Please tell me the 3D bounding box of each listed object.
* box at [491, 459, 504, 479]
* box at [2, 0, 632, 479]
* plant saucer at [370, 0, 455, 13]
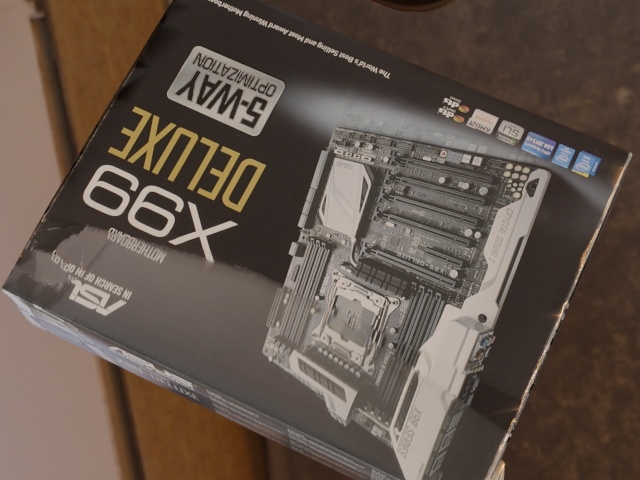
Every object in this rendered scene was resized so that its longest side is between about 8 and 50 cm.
[{"bbox_3d":[0.151,0.299,1.426,0.113,0.094,0.275,20,166,12],"label":"box"},{"bbox_3d":[0.000,0.000,0.754,0.307,0.242,0.076,25,162,10],"label":"box"},{"bbox_3d":[0.057,-0.354,1.206,0.041,0.278,0.278,-44,-164,-28],"label":"plant saucer"}]
